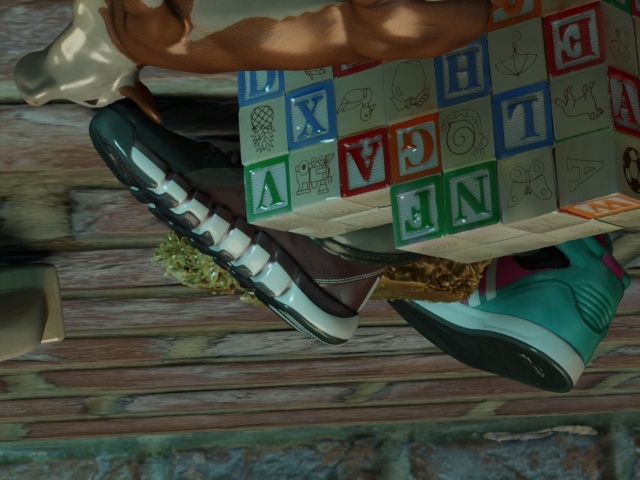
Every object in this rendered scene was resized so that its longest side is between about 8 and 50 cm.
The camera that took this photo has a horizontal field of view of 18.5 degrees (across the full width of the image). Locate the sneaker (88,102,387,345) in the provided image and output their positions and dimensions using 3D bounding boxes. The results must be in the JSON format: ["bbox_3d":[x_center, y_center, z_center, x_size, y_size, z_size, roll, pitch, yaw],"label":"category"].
[{"bbox_3d":[-0.042,-0.055,1.564,0.281,0.162,0.106,42,171,-26],"label":"sneaker"}]

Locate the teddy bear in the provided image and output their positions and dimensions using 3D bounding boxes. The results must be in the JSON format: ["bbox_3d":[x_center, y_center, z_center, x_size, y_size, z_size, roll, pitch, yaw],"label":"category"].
[{"bbox_3d":[0.000,0.000,1.831,0.245,0.113,0.338,10,169,-30],"label":"teddy bear"}]

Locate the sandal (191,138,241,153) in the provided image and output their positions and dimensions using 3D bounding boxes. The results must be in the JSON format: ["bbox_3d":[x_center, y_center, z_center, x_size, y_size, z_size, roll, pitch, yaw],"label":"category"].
[{"bbox_3d":[-0.029,-0.038,1.666,0.265,0.076,0.102,-1,167,-15],"label":"sandal"}]

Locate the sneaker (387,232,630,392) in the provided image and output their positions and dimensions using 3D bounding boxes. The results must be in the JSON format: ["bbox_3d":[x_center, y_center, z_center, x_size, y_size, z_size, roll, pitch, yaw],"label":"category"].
[{"bbox_3d":[0.186,0.027,1.877,0.124,0.178,0.295,48,164,-32],"label":"sneaker"}]

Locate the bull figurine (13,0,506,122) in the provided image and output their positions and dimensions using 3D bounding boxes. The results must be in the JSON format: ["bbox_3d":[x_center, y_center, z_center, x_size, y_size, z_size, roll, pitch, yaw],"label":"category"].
[{"bbox_3d":[-0.052,-0.146,1.133,0.310,0.101,0.188,-8,165,16],"label":"bull figurine"}]

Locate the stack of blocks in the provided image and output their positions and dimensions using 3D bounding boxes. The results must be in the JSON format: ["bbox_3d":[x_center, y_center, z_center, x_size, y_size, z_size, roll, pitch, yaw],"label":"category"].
[{"bbox_3d":[0.086,-0.075,1.332,0.297,0.171,0.087,-13,164,36],"label":"stack of blocks"}]

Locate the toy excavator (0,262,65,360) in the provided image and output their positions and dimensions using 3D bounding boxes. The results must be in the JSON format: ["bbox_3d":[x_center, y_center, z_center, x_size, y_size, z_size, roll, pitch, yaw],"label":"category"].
[{"bbox_3d":[-0.378,0.114,1.761,0.445,0.222,0.433,-9,-172,-30],"label":"toy excavator"}]

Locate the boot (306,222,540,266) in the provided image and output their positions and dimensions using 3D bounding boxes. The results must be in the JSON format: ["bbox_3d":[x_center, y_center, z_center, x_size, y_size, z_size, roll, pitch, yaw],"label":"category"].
[{"bbox_3d":[0.104,-0.068,1.497,0.246,0.083,0.161,-3,133,-33],"label":"boot"}]
